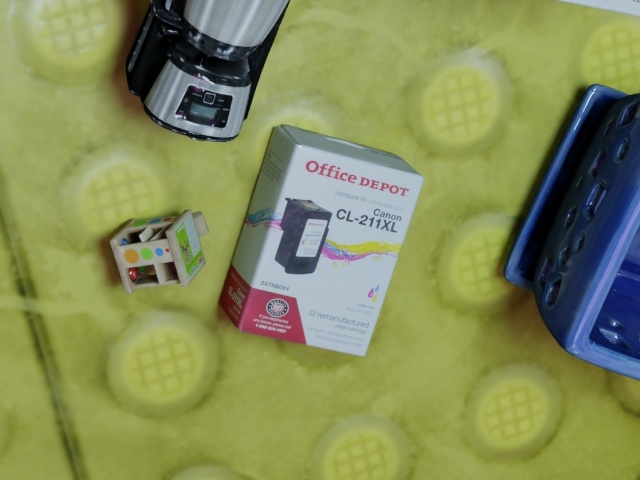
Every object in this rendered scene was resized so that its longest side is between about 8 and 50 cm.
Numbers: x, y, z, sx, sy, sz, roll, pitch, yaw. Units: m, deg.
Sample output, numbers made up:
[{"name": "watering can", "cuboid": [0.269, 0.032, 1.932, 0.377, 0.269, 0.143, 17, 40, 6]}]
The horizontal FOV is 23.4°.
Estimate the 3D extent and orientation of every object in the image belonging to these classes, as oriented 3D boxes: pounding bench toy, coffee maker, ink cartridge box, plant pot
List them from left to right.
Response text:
[{"name": "pounding bench toy", "cuboid": [-0.138, 0.004, 1.344, 0.065, 0.083, 0.052, -8, 110, 18]}, {"name": "coffee maker", "cuboid": [-0.077, -0.191, 1.256, 0.120, 0.171, 0.178, 26, 121, -2]}, {"name": "ink cartridge box", "cuboid": [0.000, 0.000, 1.371, 0.127, 0.072, 0.175, 13, 103, -20]}, {"name": "plant pot", "cuboid": [0.317, -0.004, 1.394, 0.236, 0.212, 0.236, 19, 100, -22]}]

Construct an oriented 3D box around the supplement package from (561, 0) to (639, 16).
[{"name": "supplement package", "cuboid": [0.168, -0.338, 1.247, 0.199, 0.198, 0.263, 7, 105, -20]}]
